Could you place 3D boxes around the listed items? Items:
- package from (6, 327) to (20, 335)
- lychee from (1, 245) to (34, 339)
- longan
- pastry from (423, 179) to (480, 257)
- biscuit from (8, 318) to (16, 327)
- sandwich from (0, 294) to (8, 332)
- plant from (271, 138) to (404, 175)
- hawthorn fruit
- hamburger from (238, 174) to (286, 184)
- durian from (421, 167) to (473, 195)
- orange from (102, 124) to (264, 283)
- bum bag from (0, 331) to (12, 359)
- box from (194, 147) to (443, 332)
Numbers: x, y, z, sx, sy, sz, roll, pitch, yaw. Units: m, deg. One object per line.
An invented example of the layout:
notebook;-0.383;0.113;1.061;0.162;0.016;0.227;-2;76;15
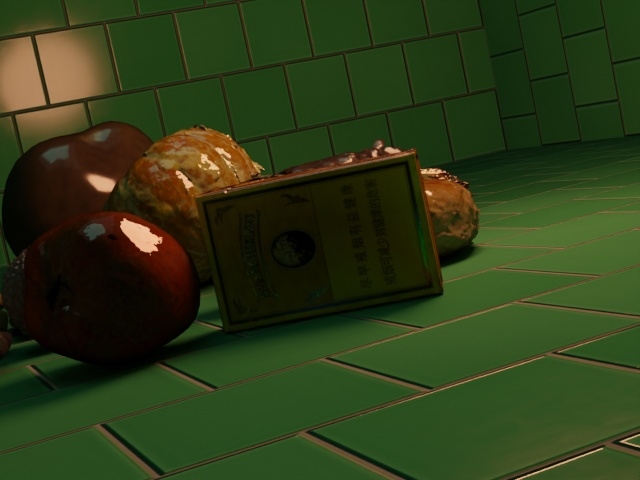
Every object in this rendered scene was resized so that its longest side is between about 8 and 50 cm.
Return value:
package;-0.527;0.156;1.933;0.110;0.015;0.037;-15;7;-35
lychee;-0.403;0.078;1.693;0.165;0.165;0.197;-13;2;-14
longan;-0.522;-0.078;2.511;0.404;0.404;0.336;-17;36;-42
pastry;0.111;-0.027;1.825;0.330;0.136;0.329;-12;4;1
biscuit;-0.401;0.106;1.891;0.277;0.052;0.262;-7;5;0
sandwich;-0.651;0.130;1.718;0.288;0.099;0.254;-17;-23;32
plant;0.039;-0.080;2.201;0.276;0.199;0.188;-13;0;-30
hawthorn fruit;-0.258;0.063;1.463;0.210;0.210;0.262;-9;-5;26
hamburger;-0.071;0.000;1.702;0.183;0.206;0.130;-9;-23;16
durian;0.159;-0.063;2.065;0.252;0.139;0.144;-5;11;7
orange;-0.251;-0.051;2.069;0.329;0.249;0.329;-46;-14;-14
bum bag;-0.601;0.172;1.566;0.340;0.095;0.144;-14;5;-3
box;0.000;0.000;1.497;0.301;0.193;0.084;-11;5;7
